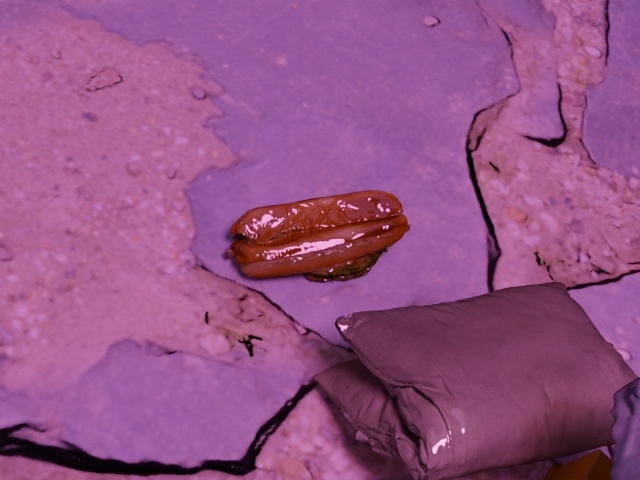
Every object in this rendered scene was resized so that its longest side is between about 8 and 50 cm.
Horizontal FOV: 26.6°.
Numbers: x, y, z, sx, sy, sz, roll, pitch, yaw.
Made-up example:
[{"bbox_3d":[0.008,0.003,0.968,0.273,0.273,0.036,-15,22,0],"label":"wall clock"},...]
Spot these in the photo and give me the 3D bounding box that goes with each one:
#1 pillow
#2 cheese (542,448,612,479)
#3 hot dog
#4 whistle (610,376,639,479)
[{"bbox_3d":[0.107,0.088,0.846,0.181,0.077,0.134,-10,34,-25],"label":"pillow"},{"bbox_3d":[0.186,0.220,0.772,0.171,0.093,0.126,34,71,-1],"label":"cheese"},{"bbox_3d":[0.000,0.000,0.921,0.133,0.041,0.056,-10,58,-12],"label":"hot dog"},{"bbox_3d":[0.214,0.234,0.663,0.189,0.189,0.347,-7,61,-19],"label":"whistle"}]
